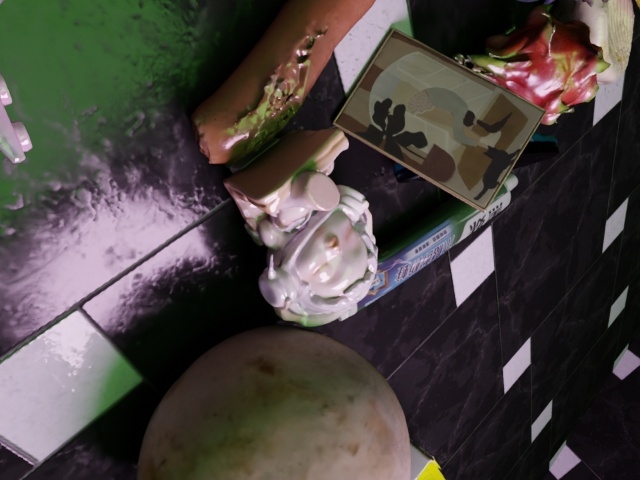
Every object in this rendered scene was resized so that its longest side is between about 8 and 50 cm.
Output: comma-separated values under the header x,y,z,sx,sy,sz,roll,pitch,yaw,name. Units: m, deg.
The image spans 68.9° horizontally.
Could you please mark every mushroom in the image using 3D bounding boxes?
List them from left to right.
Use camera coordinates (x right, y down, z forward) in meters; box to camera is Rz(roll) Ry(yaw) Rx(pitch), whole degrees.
x,y,z,sx,sy,sz,roll,pitch,yaw,name
-0.048,0.250,0.542,0.297,0.297,0.290,-46,170,-14,mushroom

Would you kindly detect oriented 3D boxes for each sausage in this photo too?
x,y,z,sx,sy,sz,roll,pitch,yaw,name
-0.012,-0.192,0.445,0.304,0.078,0.078,-52,135,-10,sausage

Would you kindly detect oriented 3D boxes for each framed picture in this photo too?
x,y,z,sx,sy,sz,roll,pitch,yaw,name
0.134,-0.140,0.533,0.136,0.201,0.010,-58,173,-3,framed picture

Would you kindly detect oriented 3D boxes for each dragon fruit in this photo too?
x,y,z,sx,sy,sz,roll,pitch,yaw,name
0.282,-0.242,0.635,0.235,0.135,0.137,9,132,-25,dragon fruit

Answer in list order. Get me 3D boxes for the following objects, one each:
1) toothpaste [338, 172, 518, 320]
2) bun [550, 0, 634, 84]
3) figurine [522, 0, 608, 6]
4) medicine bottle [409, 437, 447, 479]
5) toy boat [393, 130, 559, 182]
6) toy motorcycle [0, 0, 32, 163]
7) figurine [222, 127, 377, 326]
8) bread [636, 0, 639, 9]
x,y,z,sx,sy,sz,roll,pitch,yaw,name
0.175,-0.009,0.710,0.392,0.061,0.099,-33,142,-23,toothpaste
0.418,-0.331,0.735,0.183,0.102,0.183,-1,92,-44,bun
0.268,-0.393,0.527,0.197,0.175,0.265,-26,118,-24,figurine
0.133,0.442,0.846,0.141,0.137,0.250,-44,134,-16,medicine bottle
0.227,-0.144,0.662,0.298,0.134,0.092,-12,86,-42,toy boat
-0.206,-0.159,0.262,0.204,0.108,0.239,-26,126,-30,toy motorcycle
-0.002,-0.001,0.500,0.162,0.141,0.237,-43,133,-24,figurine
0.521,-0.467,0.679,0.269,0.148,0.270,12,73,-44,bread
